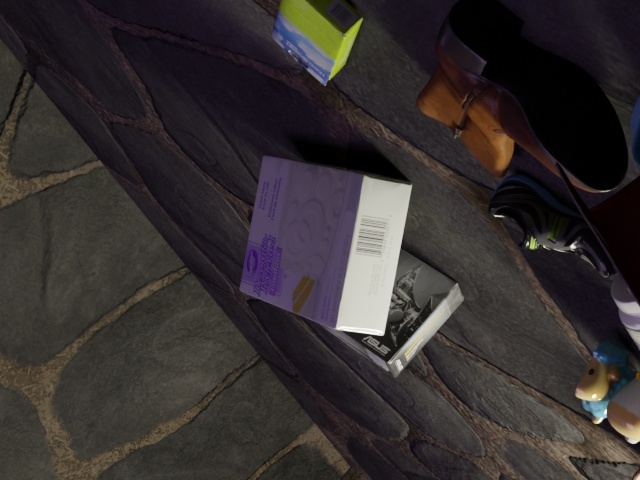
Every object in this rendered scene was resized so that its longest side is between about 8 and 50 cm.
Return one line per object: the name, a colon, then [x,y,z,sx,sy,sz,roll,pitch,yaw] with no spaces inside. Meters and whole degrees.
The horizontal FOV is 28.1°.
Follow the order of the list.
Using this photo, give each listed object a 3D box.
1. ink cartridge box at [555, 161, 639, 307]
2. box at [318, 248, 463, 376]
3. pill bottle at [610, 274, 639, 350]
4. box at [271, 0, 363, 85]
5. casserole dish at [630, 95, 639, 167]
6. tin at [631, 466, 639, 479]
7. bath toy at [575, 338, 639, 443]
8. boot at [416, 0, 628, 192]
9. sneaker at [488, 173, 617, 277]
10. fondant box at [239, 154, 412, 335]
ink cartridge box: [0.365,0.041,1.183,0.272,0.130,0.309,50,-167,-19]
box: [0.097,0.098,2.160,0.231,0.183,0.056,33,163,35]
pill bottle: [0.412,0.097,1.557,0.078,0.078,0.137,20,151,56]
box: [-0.007,-0.280,1.679,0.109,0.042,0.178,43,165,4]
casserole dish: [0.361,-0.096,1.138,0.037,0.114,0.188,17,-175,-40]
tin: [0.538,0.362,1.855,0.189,0.040,0.106,-19,92,42]
bath toy: [0.503,0.256,1.688,0.151,0.129,0.348,-3,-155,-42]
boot: [0.215,-0.119,1.451,0.264,0.096,0.280,41,165,9]
sneaker: [0.289,-0.007,1.589,0.188,0.078,0.067,36,163,23]
fondant box: [0.000,0.000,2.037,0.096,0.238,0.330,8,-176,-30]
